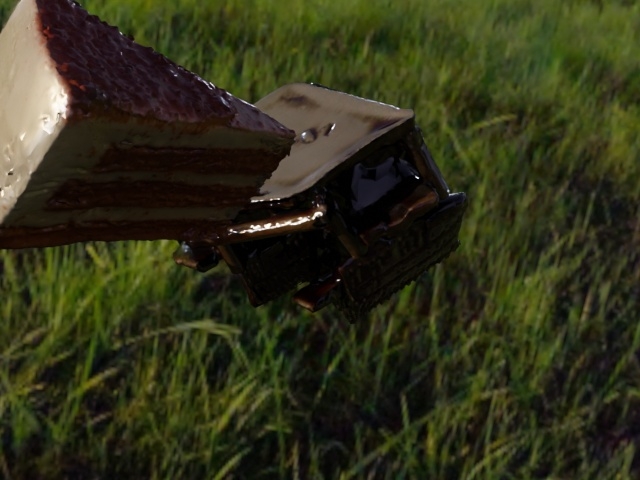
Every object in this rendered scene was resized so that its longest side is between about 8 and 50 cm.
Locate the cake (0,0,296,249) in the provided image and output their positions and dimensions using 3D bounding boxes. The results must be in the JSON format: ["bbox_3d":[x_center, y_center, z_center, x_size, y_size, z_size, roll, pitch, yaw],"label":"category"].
[{"bbox_3d":[-0.147,-0.059,0.780,0.262,0.158,0.159,25,33,-25],"label":"cake"}]

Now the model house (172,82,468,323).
[{"bbox_3d":[0.000,0.000,1.162,0.317,0.282,0.297,-34,34,-1],"label":"model house"}]
